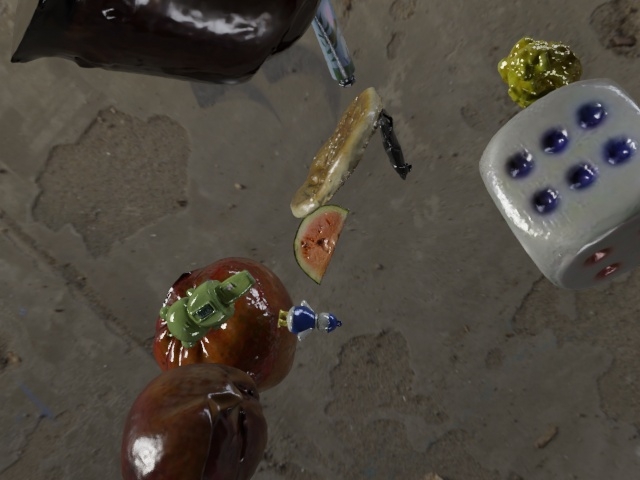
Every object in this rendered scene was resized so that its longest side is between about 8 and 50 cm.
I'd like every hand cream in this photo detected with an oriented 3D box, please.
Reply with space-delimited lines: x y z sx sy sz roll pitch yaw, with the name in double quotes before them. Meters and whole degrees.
"hand cream" 0.016 -0.436 1.503 0.055 0.256 0.088 10 54 34

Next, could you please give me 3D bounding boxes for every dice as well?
"dice" 0.323 -0.064 0.864 0.193 0.191 0.194 -34 61 20

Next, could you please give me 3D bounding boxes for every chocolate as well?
"chocolate" -0.166 -0.354 0.883 0.331 0.383 0.384 17 91 -32

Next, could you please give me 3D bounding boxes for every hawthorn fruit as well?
"hawthorn fruit" -0.234 0.257 1.898 0.402 0.403 0.403 0 91 1

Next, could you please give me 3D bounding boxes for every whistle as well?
"whistle" -0.228 0.132 1.439 0.227 0.085 0.105 -36 98 14

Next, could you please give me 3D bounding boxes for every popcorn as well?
"popcorn" 0.548 -0.414 1.761 0.197 0.156 0.198 1 127 1

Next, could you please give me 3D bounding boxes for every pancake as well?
"pancake" 0.031 -0.155 1.268 0.049 0.282 0.283 30 91 -12

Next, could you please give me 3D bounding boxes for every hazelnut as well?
"hazelnut" -0.139 0.230 0.797 0.160 0.202 0.170 -8 116 0

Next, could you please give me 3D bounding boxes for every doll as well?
"doll" -0.023 0.178 1.569 0.142 0.058 0.099 4 57 -1

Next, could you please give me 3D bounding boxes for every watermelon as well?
"watermelon" -0.003 -0.002 1.438 0.086 0.069 0.163 24 95 11

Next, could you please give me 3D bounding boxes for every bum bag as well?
"bum bag" 0.187 -0.238 1.783 0.049 0.087 0.198 -16 118 18
